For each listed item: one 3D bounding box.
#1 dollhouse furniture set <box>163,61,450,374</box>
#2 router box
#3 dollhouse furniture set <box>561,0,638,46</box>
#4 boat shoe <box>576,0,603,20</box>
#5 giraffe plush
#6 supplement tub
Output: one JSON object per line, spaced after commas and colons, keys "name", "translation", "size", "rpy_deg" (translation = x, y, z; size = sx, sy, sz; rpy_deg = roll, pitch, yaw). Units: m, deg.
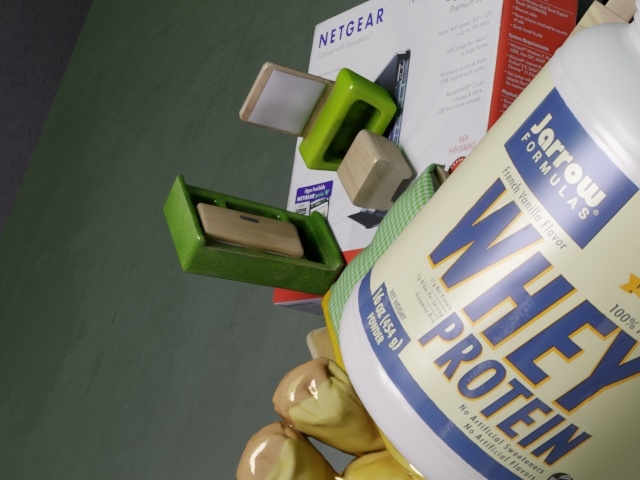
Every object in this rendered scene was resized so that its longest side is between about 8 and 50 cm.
{"name": "dollhouse furniture set", "translation": [0.000, 0.000, 1.173], "size": [0.197, 0.151, 0.301], "rpy_deg": [-60, 33, 27]}
{"name": "router box", "translation": [0.089, -0.087, 1.302], "size": [0.335, 0.082, 0.301], "rpy_deg": [-12, 67, 59]}
{"name": "dollhouse furniture set", "translation": [0.290, -0.170, 1.145], "size": [0.144, 0.123, 0.151], "rpy_deg": [-55, -9, 14]}
{"name": "boat shoe", "translation": [0.204, -0.239, 1.329], "size": [0.183, 0.065, 0.083], "rpy_deg": [-34, 38, 47]}
{"name": "giraffe plush", "translation": [0.052, 0.196, 1.044], "size": [0.181, 0.210, 0.170], "rpy_deg": [-64, -12, -12]}
{"name": "supplement tub", "translation": [0.192, 0.010, 0.900], "size": [0.325, 0.235, 0.235], "rpy_deg": [-51, 27, 23]}
